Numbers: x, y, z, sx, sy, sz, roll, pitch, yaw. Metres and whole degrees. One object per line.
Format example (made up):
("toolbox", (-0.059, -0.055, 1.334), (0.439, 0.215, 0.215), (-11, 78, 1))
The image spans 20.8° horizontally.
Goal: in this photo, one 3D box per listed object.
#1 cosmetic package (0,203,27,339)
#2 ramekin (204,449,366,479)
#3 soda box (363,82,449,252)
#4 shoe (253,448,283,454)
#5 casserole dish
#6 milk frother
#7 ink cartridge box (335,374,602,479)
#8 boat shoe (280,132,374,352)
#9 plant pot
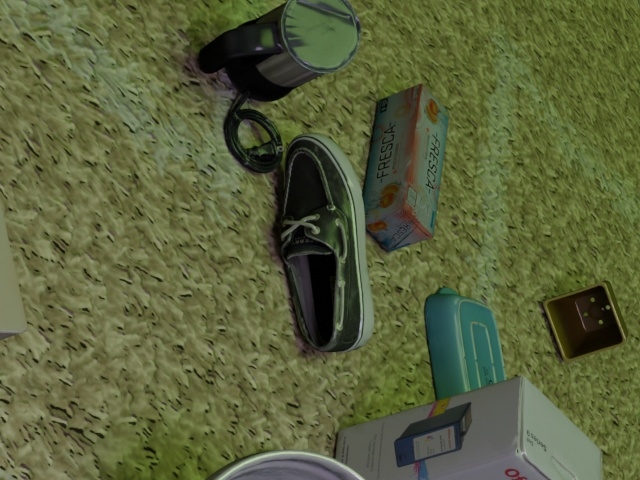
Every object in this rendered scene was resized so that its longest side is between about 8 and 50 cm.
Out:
("cosmetic package", (-0.315, -0.072, 1.194), (0.160, 0.113, 0.309), (7, 68, -70))
("ramekin", (-0.043, 0.269, 1.341), (0.207, 0.109, 0.207), (7, 74, -27))
("soda box", (0.092, -0.079, 1.876), (0.058, 0.063, 0.183), (45, 41, -35))
("shoe", (-0.043, 0.227, 1.495), (0.178, 0.081, 0.063), (-38, 106, -56))
("casserole dish", (0.165, 0.137, 1.897), (0.114, 0.037, 0.188), (17, 61, -51))
("milk frother", (-0.033, -0.150, 1.660), (0.129, 0.135, 0.143), (-28, 95, -26))
("ink cartridge box", (0.140, 0.225, 1.647), (0.154, 0.212, 0.093), (42, 42, -37))
("boat shoe", (0.000, 0.000, 1.684), (0.070, 0.078, 0.219), (0, 75, -57))
("plant pot", (0.330, 0.094, 2.133), (0.081, 0.082, 0.083), (70, 20, -1))
